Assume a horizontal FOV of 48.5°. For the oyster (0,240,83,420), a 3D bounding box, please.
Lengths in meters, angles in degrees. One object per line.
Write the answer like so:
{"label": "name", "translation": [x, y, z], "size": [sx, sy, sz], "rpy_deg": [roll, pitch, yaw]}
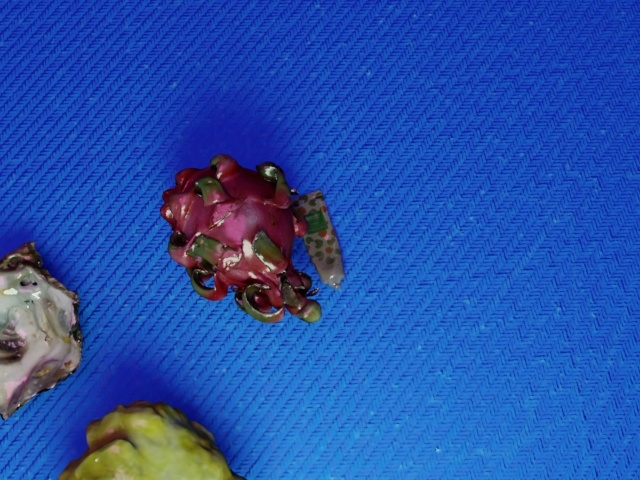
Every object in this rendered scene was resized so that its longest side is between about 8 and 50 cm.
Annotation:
{"label": "oyster", "translation": [-0.452, 0.137, 1.059], "size": [0.223, 0.083, 0.214], "rpy_deg": [-43, 79, -3]}

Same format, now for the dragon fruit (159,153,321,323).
{"label": "dragon fruit", "translation": [-0.117, 0.005, 1.044], "size": [0.198, 0.218, 0.273], "rpy_deg": [-18, 82, 41]}

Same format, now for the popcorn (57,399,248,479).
{"label": "popcorn", "translation": [-0.235, 0.356, 0.958], "size": [0.250, 0.235, 0.242], "rpy_deg": [-45, 74, 31]}

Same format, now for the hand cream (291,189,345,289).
{"label": "hand cream", "translation": [0.000, 0.000, 1.121], "size": [0.057, 0.037, 0.165], "rpy_deg": [-18, 73, -5]}
